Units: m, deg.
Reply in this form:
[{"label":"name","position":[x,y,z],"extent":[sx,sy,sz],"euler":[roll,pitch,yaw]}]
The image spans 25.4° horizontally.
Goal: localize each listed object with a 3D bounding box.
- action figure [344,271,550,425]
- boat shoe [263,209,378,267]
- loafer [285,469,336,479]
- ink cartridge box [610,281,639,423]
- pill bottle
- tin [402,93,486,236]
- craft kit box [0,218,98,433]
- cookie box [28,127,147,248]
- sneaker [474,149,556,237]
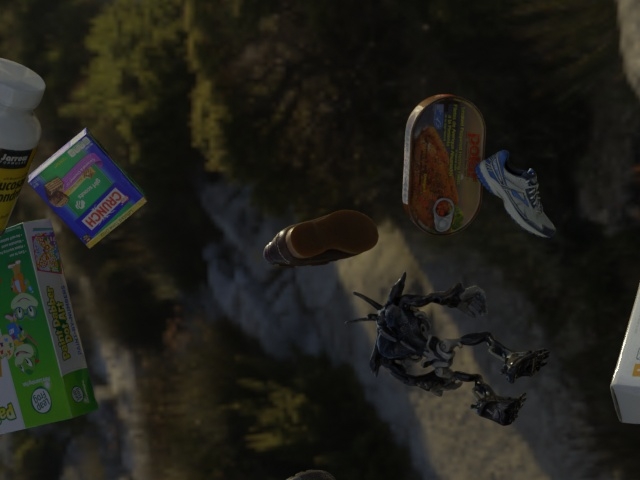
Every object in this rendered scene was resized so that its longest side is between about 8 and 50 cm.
[{"label":"action figure","position":[0.170,0.145,1.944],"extent":[0.276,0.141,0.164],"euler":[29,108,33]},{"label":"boat shoe","position":[0.000,0.000,2.155],"extent":[0.073,0.207,0.073],"euler":[-29,74,41]},{"label":"loafer","position":[-0.101,0.400,1.516],"extent":[0.130,0.366,0.134],"euler":[46,173,29]},{"label":"ink cartridge box","position":[0.491,0.112,1.422],"extent":[0.371,0.175,0.069],"euler":[-1,131,28]},{"label":"pill bottle","position":[-0.354,-0.094,1.488],"extent":[0.184,0.103,0.103],"euler":[-64,36,23]},{"label":"tin","position":[0.163,-0.100,1.884],"extent":[0.040,0.106,0.189],"euler":[-129,40,-70]},{"label":"craft kit box","position":[-0.412,0.120,1.784],"extent":[0.250,0.061,0.246],"euler":[-17,90,33]},{"label":"cookie box","position":[-0.269,-0.060,1.646],"extent":[0.092,0.107,0.040],"euler":[-39,19,5]},{"label":"sneaker","position":[0.263,-0.061,1.843],"extent":[0.135,0.052,0.058],"euler":[47,112,3]}]
